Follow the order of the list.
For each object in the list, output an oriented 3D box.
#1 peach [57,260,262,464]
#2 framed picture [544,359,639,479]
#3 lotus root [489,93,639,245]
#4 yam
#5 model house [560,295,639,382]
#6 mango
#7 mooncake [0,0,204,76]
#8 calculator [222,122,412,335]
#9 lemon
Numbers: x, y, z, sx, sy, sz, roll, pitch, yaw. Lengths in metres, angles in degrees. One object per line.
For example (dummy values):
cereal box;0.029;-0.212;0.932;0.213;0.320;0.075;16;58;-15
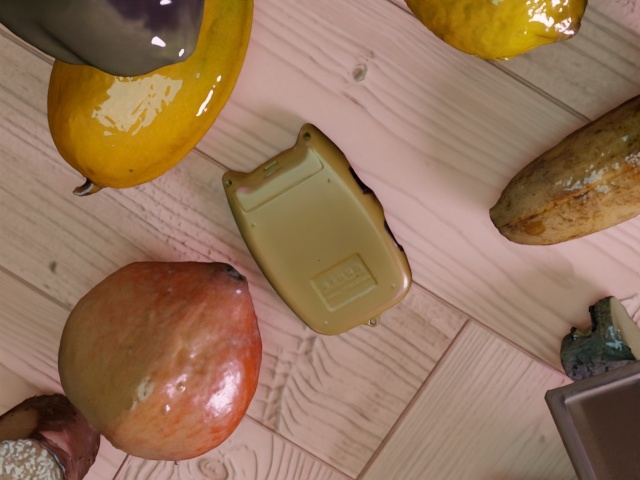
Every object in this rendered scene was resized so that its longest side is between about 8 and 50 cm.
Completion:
peach;-0.160;0.115;1.037;0.232;0.232;0.232;2;106;8
framed picture;0.487;0.227;0.938;0.446;0.028;0.326;-19;68;3
lotus root;0.295;-0.069;0.977;0.258;0.097;0.110;-33;101;19
yam;-0.324;0.250;1.089;0.129;0.238;0.128;26;92;-2
model house;0.300;0.113;1.051;0.083;0.066;0.079;-30;111;33
mango;-0.176;-0.182;1.006;0.176;0.119;0.317;38;99;1
mooncake;-0.179;-0.331;0.879;0.351;0.187;0.351;-3;79;17
calculator;0.000;0.000;1.070;0.157;0.033;0.236;-31;101;14
lemon;0.157;-0.262;0.903;0.193;0.180;0.180;14;107;4
